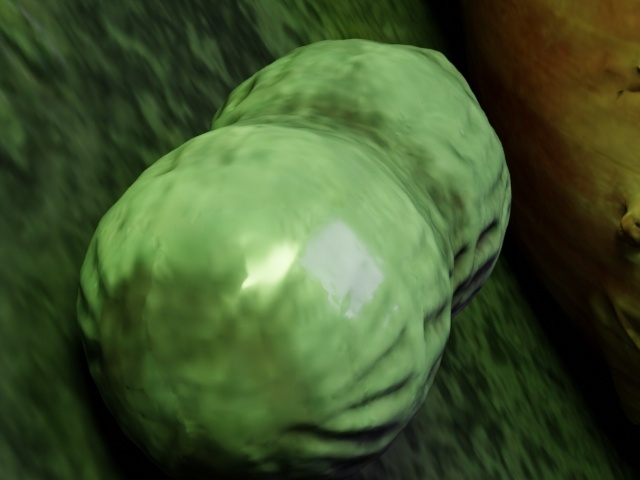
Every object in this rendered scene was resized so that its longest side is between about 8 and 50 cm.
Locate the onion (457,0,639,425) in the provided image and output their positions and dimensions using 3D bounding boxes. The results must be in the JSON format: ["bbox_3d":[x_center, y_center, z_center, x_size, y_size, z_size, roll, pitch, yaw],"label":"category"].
[{"bbox_3d":[0.186,-0.095,0.685,0.353,0.354,0.353,52,21,-29],"label":"onion"}]

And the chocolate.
[{"bbox_3d":[0.000,0.000,0.413,0.072,0.072,0.167,59,19,-10],"label":"chocolate"}]
